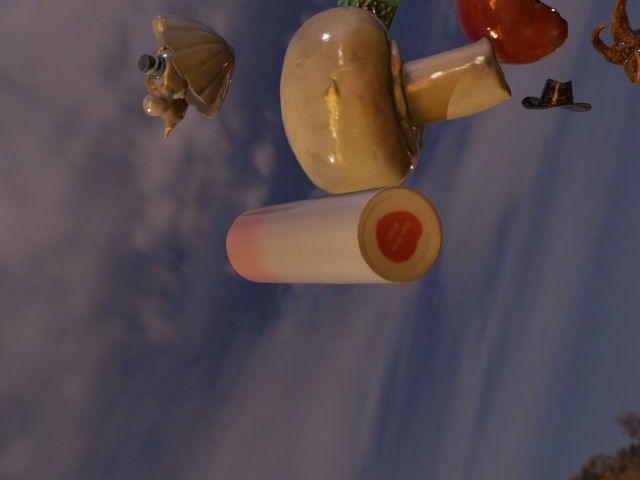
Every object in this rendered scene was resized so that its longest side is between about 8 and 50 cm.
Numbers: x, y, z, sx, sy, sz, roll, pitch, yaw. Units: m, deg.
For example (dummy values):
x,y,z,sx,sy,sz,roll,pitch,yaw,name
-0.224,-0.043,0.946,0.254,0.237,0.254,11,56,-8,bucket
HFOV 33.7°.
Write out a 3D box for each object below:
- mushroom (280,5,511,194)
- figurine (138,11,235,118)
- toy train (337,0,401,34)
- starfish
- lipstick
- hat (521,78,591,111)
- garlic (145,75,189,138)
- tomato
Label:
x,y,z,sx,sy,sz,roll,pitch,yaw,name
0.109,-0.223,1.595,0.314,0.336,0.314,-17,-90,-81,mushroom
-0.115,-0.147,0.877,0.086,0.082,0.094,-14,-102,-54,figurine
0.074,-0.384,1.861,0.163,0.112,0.203,-99,24,-69,toy train
0.536,-0.348,1.763,0.190,0.146,0.074,-37,-8,-26,starfish
0.000,0.000,1.055,0.327,0.087,0.087,-5,60,64,lipstick
0.375,-0.229,1.669,0.121,0.121,0.050,-17,-67,-65,hat
-0.245,-0.245,1.718,0.084,0.066,0.152,-37,-24,-16,garlic
0.317,-0.376,1.879,0.112,0.228,0.199,-59,13,-8,tomato
